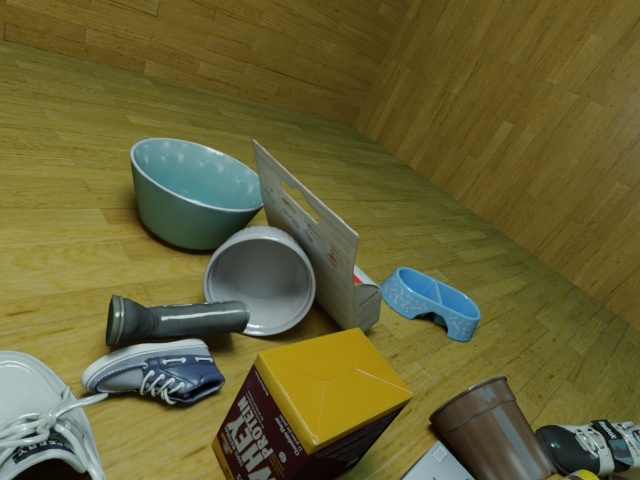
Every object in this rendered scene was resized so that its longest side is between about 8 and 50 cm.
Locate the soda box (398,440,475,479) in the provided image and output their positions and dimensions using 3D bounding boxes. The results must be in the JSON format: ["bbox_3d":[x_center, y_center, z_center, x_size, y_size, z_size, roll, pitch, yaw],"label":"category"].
[{"bbox_3d":[0.103,0.389,0.533,0.286,0.098,0.091,-9,45,-49],"label":"soda box"}]

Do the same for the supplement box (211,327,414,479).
[{"bbox_3d":[-0.014,0.248,0.564,0.191,0.194,0.129,-1,39,-44],"label":"supplement box"}]

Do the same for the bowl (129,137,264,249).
[{"bbox_3d":[-0.293,-0.093,0.949,0.311,0.163,0.312,22,28,-12],"label":"bowl"}]

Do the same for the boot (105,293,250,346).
[{"bbox_3d":[-0.213,0.125,0.633,0.208,0.076,0.189,8,-11,-22],"label":"boot"}]

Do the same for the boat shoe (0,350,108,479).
[{"bbox_3d":[-0.280,0.224,0.403,0.135,0.157,0.367,-3,40,-46],"label":"boat shoe"}]

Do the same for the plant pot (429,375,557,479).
[{"bbox_3d":[0.309,0.359,0.726,0.166,0.167,0.165,6,41,-36],"label":"plant pot"}]

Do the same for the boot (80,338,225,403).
[{"bbox_3d":[-0.231,0.199,0.589,0.190,0.069,0.086,-3,36,-48],"label":"boot"}]

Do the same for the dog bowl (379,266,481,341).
[{"bbox_3d":[0.314,0.171,1.144,0.297,0.074,0.166,25,27,-5],"label":"dog bowl"}]

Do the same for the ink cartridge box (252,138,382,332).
[{"bbox_3d":[0.000,0.000,0.844,0.091,0.385,0.308,-32,58,-21],"label":"ink cartridge box"}]

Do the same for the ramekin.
[{"bbox_3d":[-0.115,0.069,0.792,0.207,0.207,0.109,21,18,-13],"label":"ramekin"}]

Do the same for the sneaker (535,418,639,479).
[{"bbox_3d":[0.623,0.439,0.880,0.330,0.146,0.122,17,30,-17],"label":"sneaker"}]

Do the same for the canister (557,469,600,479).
[{"bbox_3d":[0.385,0.444,0.668,0.169,0.126,0.073,9,36,-37],"label":"canister"}]
